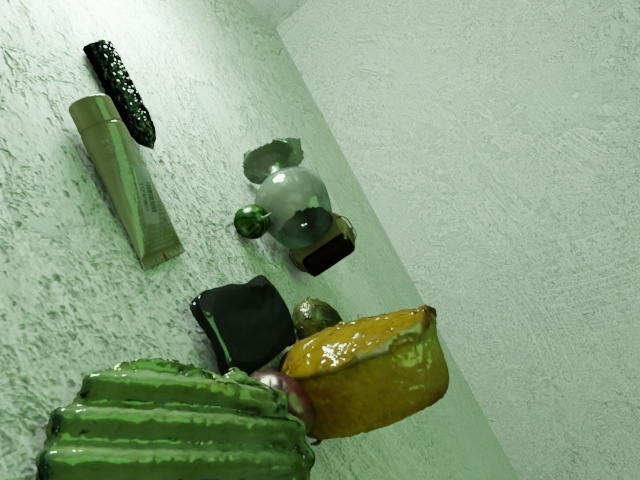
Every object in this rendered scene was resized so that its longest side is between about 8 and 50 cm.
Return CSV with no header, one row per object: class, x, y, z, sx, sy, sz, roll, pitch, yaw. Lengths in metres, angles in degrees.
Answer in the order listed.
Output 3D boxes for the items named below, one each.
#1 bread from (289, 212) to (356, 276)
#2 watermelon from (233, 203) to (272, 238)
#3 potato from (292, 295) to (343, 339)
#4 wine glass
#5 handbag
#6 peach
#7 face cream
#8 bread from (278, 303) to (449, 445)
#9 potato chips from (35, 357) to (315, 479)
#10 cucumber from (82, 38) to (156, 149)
bread,0.000,0.000,1.452,0.142,0.224,0.212,55,4,-31
watermelon,-0.185,-0.051,1.230,0.109,0.109,0.109,49,21,-26
potato,0.013,0.250,1.260,0.251,0.113,0.150,44,25,-37
wine glass,-0.098,-0.144,1.374,0.238,0.238,0.323,31,26,-54
handbag,-0.154,0.181,1.000,0.192,0.074,0.332,61,18,7
peach,-0.098,0.317,0.850,0.152,0.152,0.152,49,21,-26
face cream,-0.380,-0.114,0.893,0.342,0.084,0.137,66,20,-6
bread,0.105,0.278,1.014,0.398,0.397,0.216,6,65,-67
potato chips,-0.172,0.350,0.630,0.429,0.070,0.359,25,50,-38
cucumber,-0.451,-0.329,1.035,0.300,0.072,0.072,61,19,7
